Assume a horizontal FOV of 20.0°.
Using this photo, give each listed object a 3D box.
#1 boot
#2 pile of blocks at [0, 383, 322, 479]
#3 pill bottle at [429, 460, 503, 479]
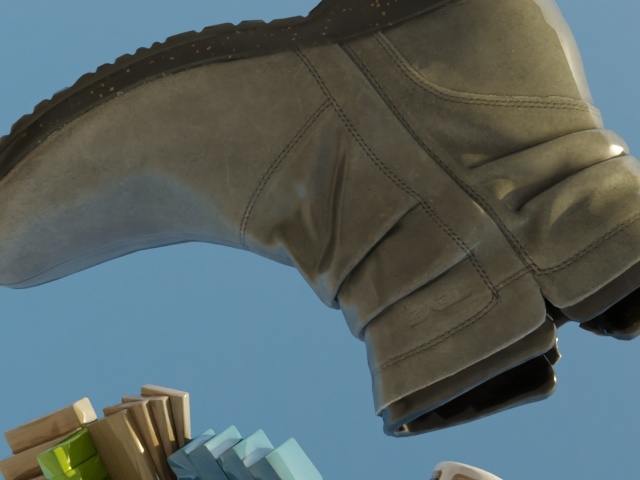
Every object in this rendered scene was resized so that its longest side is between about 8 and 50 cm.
[{"bbox_3d":[0.000,0.000,0.644,0.247,0.083,0.161,-25,-111,3],"label":"boot"},{"bbox_3d":[-0.114,0.202,1.372,0.362,0.113,0.149,5,-71,28],"label":"pile of blocks"},{"bbox_3d":[0.090,0.221,1.270,0.067,0.067,0.120,17,-109,22],"label":"pill bottle"}]
